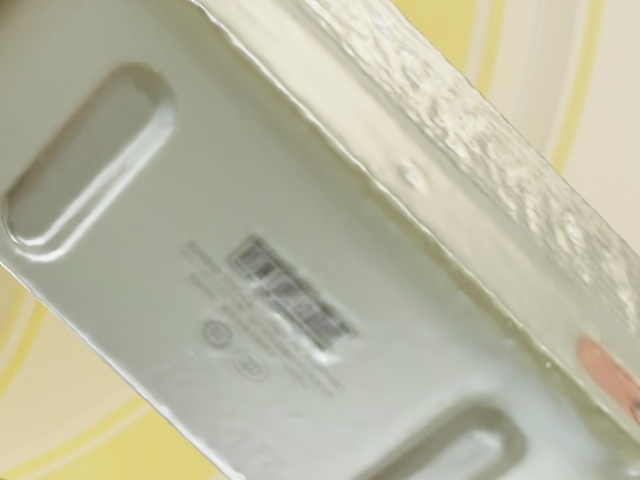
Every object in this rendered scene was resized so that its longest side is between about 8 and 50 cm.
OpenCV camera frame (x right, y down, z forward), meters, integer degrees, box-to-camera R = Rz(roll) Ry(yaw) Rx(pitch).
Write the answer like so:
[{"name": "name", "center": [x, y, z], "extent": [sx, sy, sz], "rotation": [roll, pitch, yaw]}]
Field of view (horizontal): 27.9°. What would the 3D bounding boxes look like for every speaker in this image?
[{"name": "speaker", "center": [0.000, 0.000, 0.670], "extent": [0.184, 0.406, 0.183], "rotation": [-42, -174, 34]}]

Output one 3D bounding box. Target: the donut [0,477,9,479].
[{"name": "donut", "center": [-0.415, 0.429, 1.614], "extent": [0.170, 0.360, 0.360], "rotation": [-45, -136, 5]}]
